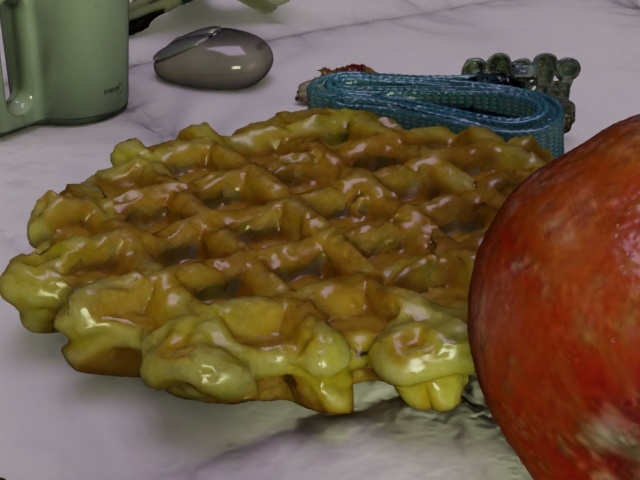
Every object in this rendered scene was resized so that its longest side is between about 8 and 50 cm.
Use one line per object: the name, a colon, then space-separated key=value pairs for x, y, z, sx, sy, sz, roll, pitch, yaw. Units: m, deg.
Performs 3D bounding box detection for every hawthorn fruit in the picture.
hawthorn fruit: x=0.140 y=0.038 z=0.509 sx=0.173 sy=0.172 sz=0.173 roll=1 pitch=28 yaw=0

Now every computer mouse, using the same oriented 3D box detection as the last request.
computer mouse: x=-0.084 y=-0.146 z=0.994 sx=0.096 sy=0.039 sz=0.066 roll=10 pitch=29 yaw=18

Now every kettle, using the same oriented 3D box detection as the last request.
kettle: x=-0.185 y=-0.159 z=0.902 sx=0.098 sy=0.148 sz=0.127 roll=3 pitch=26 yaw=-1

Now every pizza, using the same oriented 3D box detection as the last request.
pizza: x=0.019 y=-0.119 z=0.959 sx=0.078 sy=0.025 sz=0.083 roll=-9 pitch=30 yaw=-23

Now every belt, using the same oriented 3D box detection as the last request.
belt: x=0.082 y=-0.091 z=0.872 sx=0.179 sy=0.065 sz=0.100 roll=9 pitch=39 yaw=14

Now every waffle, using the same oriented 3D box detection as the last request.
waffle: x=0.000 y=0.000 z=0.690 sx=0.302 sy=0.068 sz=0.325 roll=8 pitch=30 yaw=13

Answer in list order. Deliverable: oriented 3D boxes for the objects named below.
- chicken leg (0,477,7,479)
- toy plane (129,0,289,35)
chicken leg: x=-0.183 y=0.104 z=0.430 sx=0.429 sy=0.152 sz=0.201 roll=14 pitch=42 yaw=9
toy plane: x=-0.137 y=-0.226 z=1.096 sx=0.262 sy=0.088 sz=0.192 roll=-15 pitch=4 yaw=-22
